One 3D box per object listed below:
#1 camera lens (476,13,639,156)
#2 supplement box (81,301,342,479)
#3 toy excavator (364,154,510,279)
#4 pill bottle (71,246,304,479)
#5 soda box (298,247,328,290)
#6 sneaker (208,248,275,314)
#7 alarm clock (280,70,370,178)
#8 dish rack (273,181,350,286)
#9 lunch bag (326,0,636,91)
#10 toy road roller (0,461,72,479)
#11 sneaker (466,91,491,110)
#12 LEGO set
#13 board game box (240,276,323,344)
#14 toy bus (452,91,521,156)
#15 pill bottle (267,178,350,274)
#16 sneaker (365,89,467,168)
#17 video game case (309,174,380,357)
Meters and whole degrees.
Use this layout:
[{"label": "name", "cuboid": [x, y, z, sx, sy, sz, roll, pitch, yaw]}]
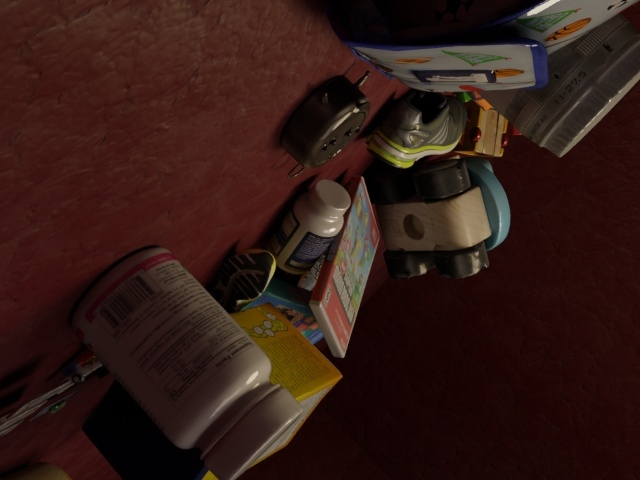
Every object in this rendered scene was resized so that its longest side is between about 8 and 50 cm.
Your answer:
[{"label": "camera lens", "cuboid": [0.331, -0.290, 1.194, 0.219, 0.274, 0.219, -43, 170, -10]}, {"label": "supplement box", "cuboid": [-0.160, 0.254, 1.261, 0.194, 0.195, 0.356, -53, 161, 21]}, {"label": "toy excavator", "cuboid": [0.286, -0.095, 1.755, 0.445, 0.222, 0.433, -25, -165, -37]}, {"label": "pill bottle", "cuboid": [-0.165, 0.158, 0.999, 0.160, 0.283, 0.160, -43, 169, -10]}, {"label": "soda box", "cuboid": [-0.004, 0.052, 1.823, 0.183, 0.058, 0.063, -46, 170, 5]}, {"label": "sneaker", "cuboid": [-0.125, 0.061, 1.365, 0.094, 0.081, 0.208, -38, 178, -39]}, {"label": "alarm clock", "cuboid": [0.002, -0.146, 1.093, 0.129, 0.064, 0.192, -35, 169, -43]}, {"label": "dish rack", "cuboid": [0.000, 0.000, 1.599, 0.271, 0.074, 0.208, -40, 169, -26]}, {"label": "lunch bag", "cuboid": [0.212, -0.301, 0.856, 0.385, 0.239, 0.328, -30, 174, 16]}, {"label": "toy road roller", "cuboid": [-0.511, 0.558, 1.297, 0.329, 0.240, 0.202, -50, 169, 10]}, {"label": "sneaker", "cuboid": [0.386, -0.368, 1.596, 0.321, 0.125, 0.180, -21, 160, -40]}, {"label": "LEGO set", "cuboid": [-0.366, 0.195, 1.096, 0.182, 0.060, 0.244, -37, 174, 33]}, {"label": "board game box", "cuboid": [-0.080, 0.150, 1.537, 0.210, 0.047, 0.160, 24, 131, -37]}, {"label": "toy bus", "cuboid": [0.353, -0.282, 1.752, 0.202, 0.191, 0.104, -43, -152, -23]}, {"label": "pill bottle", "cuboid": [-0.018, -0.026, 1.374, 0.094, 0.094, 0.169, -33, 164, -49]}, {"label": "sneaker", "cuboid": [0.201, -0.223, 1.436, 0.300, 0.111, 0.121, -35, 162, -52]}, {"label": "video game case", "cuboid": [0.052, 0.050, 1.485, 0.204, 0.025, 0.285, 68, 34, -53]}]
